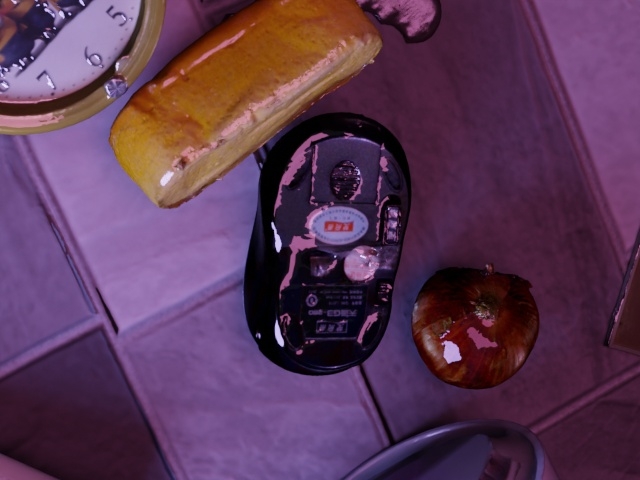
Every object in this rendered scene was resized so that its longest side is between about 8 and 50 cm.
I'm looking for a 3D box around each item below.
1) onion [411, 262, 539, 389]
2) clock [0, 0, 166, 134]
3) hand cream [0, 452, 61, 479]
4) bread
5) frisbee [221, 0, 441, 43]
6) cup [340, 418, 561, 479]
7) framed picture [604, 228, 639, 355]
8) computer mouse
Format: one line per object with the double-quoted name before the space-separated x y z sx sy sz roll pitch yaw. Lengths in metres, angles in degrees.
"onion" 0.140 0.081 1.502 0.117 0.118 0.119 9 93 0
"clock" -0.241 -0.199 1.329 0.237 0.057 0.237 -6 120 -10
"hand cream" -0.327 0.223 1.349 0.358 0.118 0.185 23 90 -15
"bread" -0.064 -0.128 1.392 0.245 0.102 0.094 -37 72 -6
"frisbee" 0.001 -0.251 1.462 0.211 0.012 0.187 -15 102 -18
"cup" 0.150 0.361 1.470 0.253 0.253 0.371 -35 111 -14
"framed picture" 0.348 0.048 1.634 0.109 0.011 0.149 18 89 -23
"computer mouse" 0.000 0.000 1.448 0.137 0.096 0.233 6 101 -18
